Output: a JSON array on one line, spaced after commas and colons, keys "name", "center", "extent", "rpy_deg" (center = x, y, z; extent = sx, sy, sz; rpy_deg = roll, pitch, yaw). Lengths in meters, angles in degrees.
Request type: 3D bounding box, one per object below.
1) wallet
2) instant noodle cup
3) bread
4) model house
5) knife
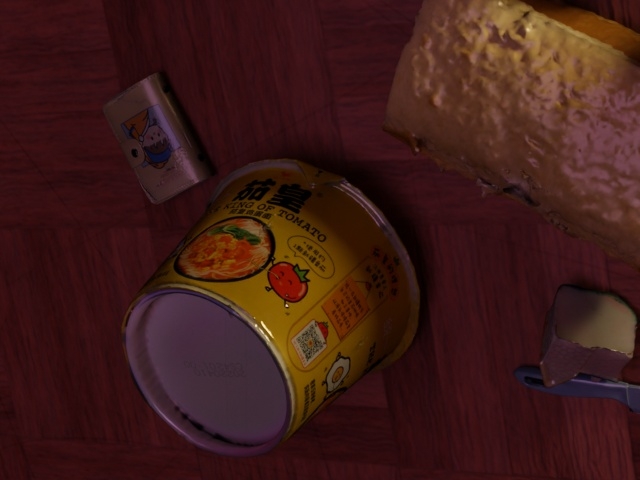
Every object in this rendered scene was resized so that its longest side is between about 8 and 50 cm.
[{"name": "wallet", "center": [-0.219, -0.132, 2.264], "extent": [0.110, 0.039, 0.155], "rpy_deg": [-26, 92, 36]}, {"name": "instant noodle cup", "center": [-0.075, 0.095, 2.094], "extent": [0.326, 0.254, 0.325], "rpy_deg": [19, 129, 25]}, {"name": "bread", "center": [0.260, -0.135, 1.878], "extent": [0.375, 0.165, 0.236], "rpy_deg": [31, 118, 20]}, {"name": "model house", "center": [0.309, 0.120, 2.004], "extent": [0.101, 0.087, 0.100], "rpy_deg": [14, 141, -3]}, {"name": "knife", "center": [0.374, 0.187, 2.023], "extent": [0.313, 0.019, 0.044], "rpy_deg": [7, 120, 30]}]
